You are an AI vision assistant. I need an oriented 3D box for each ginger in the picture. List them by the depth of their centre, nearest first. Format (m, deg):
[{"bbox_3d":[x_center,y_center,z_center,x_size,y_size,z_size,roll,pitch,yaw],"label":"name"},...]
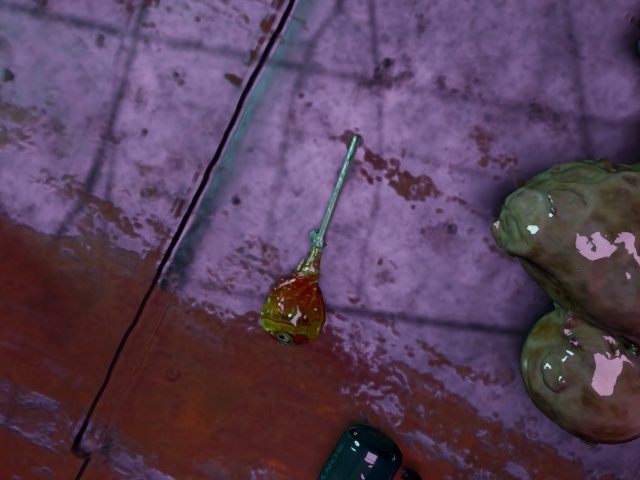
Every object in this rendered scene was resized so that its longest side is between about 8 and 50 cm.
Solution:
[{"bbox_3d":[0.310,-0.004,0.828,0.375,0.176,0.256,-37,114,2],"label":"ginger"}]

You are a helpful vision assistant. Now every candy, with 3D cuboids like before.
[{"bbox_3d":[0.000,0.000,0.882,0.061,0.060,0.200,20,90,-3],"label":"candy"}]

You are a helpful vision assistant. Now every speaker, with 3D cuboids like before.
[{"bbox_3d":[0.050,0.219,0.902,0.095,0.060,0.075,29,98,-5],"label":"speaker"}]

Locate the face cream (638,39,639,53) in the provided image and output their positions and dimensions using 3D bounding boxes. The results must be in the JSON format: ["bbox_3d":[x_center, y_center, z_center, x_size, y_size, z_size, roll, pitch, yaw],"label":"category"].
[{"bbox_3d":[0.406,-0.303,0.827,0.136,0.086,0.385,35,91,-4],"label":"face cream"}]
